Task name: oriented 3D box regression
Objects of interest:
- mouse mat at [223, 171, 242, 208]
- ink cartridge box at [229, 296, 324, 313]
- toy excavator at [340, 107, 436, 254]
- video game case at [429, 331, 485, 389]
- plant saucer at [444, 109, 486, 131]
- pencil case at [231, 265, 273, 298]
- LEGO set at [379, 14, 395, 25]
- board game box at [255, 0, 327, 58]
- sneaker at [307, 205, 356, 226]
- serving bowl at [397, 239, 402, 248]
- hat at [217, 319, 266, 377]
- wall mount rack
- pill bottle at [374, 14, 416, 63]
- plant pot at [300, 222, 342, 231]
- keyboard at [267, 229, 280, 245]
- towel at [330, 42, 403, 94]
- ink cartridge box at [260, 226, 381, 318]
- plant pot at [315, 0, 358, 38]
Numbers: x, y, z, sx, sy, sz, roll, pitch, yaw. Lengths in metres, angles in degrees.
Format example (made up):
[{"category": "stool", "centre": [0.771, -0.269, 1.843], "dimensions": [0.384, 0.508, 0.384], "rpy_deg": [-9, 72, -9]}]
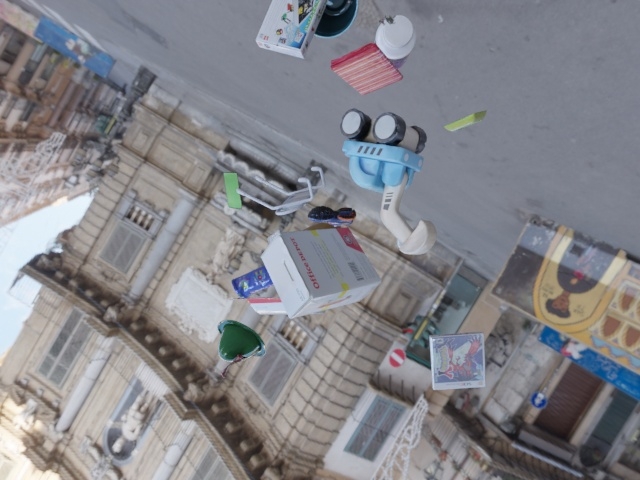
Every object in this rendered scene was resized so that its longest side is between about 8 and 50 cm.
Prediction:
[{"category": "mouse mat", "centre": [-0.454, -0.258, 2.092], "dimensions": [0.007, 0.190, 0.152], "rpy_deg": [-17, -161, -37]}, {"category": "ink cartridge box", "centre": [-0.203, 0.319, 1.959], "dimensions": [0.307, 0.091, 0.384], "rpy_deg": [-6, 170, 30]}, {"category": "toy excavator", "centre": [0.250, -0.210, 1.457], "dimensions": [0.432, 0.446, 0.222], "rpy_deg": [20, -169, 38]}, {"category": "video game case", "centre": [0.480, 0.422, 1.416], "dimensions": [0.183, 0.202, 0.023], "rpy_deg": [-5, -171, 4]}, {"category": "plant saucer", "centre": [0.817, -0.663, 2.267], "dimensions": [0.188, 0.045, 0.188], "rpy_deg": [-15, -172, 45]}, {"category": "pencil case", "centre": [-0.340, 0.224, 2.265], "dimensions": [0.119, 0.305, 0.133], "rpy_deg": [66, -178, -73]}, {"category": "LEGO set", "centre": [0.266, -0.865, 1.599], "dimensions": [0.024, 0.083, 0.054], "rpy_deg": [98, 148, -58]}, {"category": "board game box", "centre": [-0.097, -0.852, 1.519], "dimensions": [0.192, 0.306, 0.053], "rpy_deg": [21, 175, 13]}, {"category": "sneaker", "centre": [0.051, -0.099, 1.843], "dimensions": [0.220, 0.083, 0.087], "rpy_deg": [5, 145, 3]}, {"category": "serving bowl", "centre": [0.380, 0.008, 1.874], "dimensions": [0.027, 0.084, 0.083], "rpy_deg": [-9, -157, -27]}, {"category": "hat", "centre": [-0.279, 0.356, 1.206], "dimensions": [0.172, 0.184, 0.209], "rpy_deg": [10, 136, 20]}, {"category": "wall mount rack", "centre": [-0.149, -0.207, 1.645], "dimensions": [0.303, 0.131, 0.350], "rpy_deg": [-10, -161, 18]}, {"category": "pill bottle", "centre": [0.338, -0.909, 1.868], "dimensions": [0.181, 0.182, 0.323], "rpy_deg": [31, -171, -2]}, {"category": "plant pot", "centre": [0.000, 0.000, 2.173], "dimensions": [0.237, 0.254, 0.237], "rpy_deg": [51, 177, 4]}, {"category": "keyboard", "centre": [-0.173, 0.070, 1.769], "dimensions": [0.014, 0.072, 0.256], "rpy_deg": [22, -143, -48]}, {"category": "towel", "centre": [0.185, -0.667, 1.589], "dimensions": [0.198, 0.031, 0.274], "rpy_deg": [-11, 169, 32]}, {"category": "ink cartridge box", "centre": [0.004, 0.110, 1.546], "dimensions": [0.384, 0.160, 0.280], "rpy_deg": [-5, -123, -44]}, {"category": "plant pot", "centre": [0.048, -1.088, 1.830], "dimensions": [0.271, 0.272, 0.255], "rpy_deg": [31, -143, -11]}]
